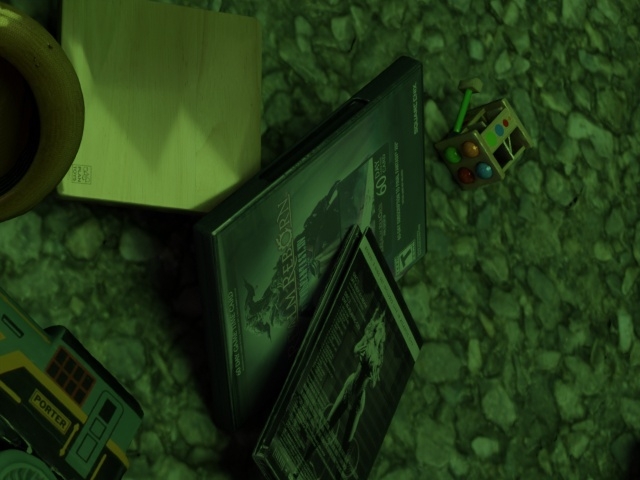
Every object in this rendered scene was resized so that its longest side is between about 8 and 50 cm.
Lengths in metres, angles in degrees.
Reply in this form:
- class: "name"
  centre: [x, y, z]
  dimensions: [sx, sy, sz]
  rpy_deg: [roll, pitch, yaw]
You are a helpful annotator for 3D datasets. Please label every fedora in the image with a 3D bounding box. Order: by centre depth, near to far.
- class: "fedora"
  centre: [-0.257, -0.097, 1.294]
  dimensions: [0.194, 0.194, 0.079]
  rpy_deg: [27, 24, -33]

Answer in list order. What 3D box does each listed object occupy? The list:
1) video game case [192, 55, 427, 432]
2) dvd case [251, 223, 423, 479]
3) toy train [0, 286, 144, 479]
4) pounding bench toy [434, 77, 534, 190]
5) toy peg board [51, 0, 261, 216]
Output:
- class: "video game case"
  centre: [0.000, 0.000, 1.482]
  dimensions: [0.274, 0.026, 0.196]
  rpy_deg: [-42, 141, -40]
- class: "dvd case"
  centre: [0.018, 0.122, 1.493]
  dimensions: [0.221, 0.018, 0.164]
  rpy_deg: [-65, 147, -30]
- class: "toy train"
  centre: [-0.265, 0.092, 1.235]
  dimensions: [0.334, 0.142, 0.190]
  rpy_deg: [47, 41, -20]
- class: "pounding bench toy"
  centre: [0.136, -0.096, 1.673]
  dimensions: [0.065, 0.052, 0.083]
  rpy_deg: [-46, 109, -38]
- class: "toy peg board"
  centre: [-0.134, -0.094, 1.438]
  dimensions: [0.160, 0.079, 0.161]
  rpy_deg: [6, 75, -24]
